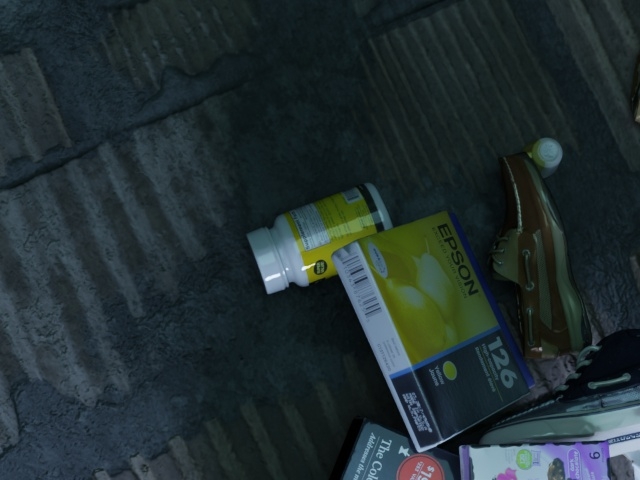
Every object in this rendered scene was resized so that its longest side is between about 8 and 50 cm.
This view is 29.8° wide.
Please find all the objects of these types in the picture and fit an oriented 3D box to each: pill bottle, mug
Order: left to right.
[{"bbox_3d":[0.000,0.000,1.826,0.209,0.119,0.119,-21,83,-5],"label":"pill bottle"},{"bbox_3d":[0.345,-0.128,1.891,0.078,0.064,0.062,-40,86,-7],"label":"mug"}]

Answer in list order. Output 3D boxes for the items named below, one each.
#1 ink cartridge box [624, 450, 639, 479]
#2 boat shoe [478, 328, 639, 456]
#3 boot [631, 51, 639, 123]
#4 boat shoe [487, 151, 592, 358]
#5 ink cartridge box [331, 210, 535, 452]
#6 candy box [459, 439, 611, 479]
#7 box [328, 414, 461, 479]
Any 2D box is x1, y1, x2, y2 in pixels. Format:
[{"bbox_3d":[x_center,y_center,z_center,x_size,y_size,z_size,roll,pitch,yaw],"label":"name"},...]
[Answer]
[{"bbox_3d":[0.620,0.286,1.790,0.309,0.130,0.272,-43,58,-8],"label":"ink cartridge box"},{"bbox_3d":[0.391,0.230,1.764,0.341,0.127,0.158,-10,53,3],"label":"boat shoe"},{"bbox_3d":[0.626,-0.177,1.906,0.270,0.089,0.236,11,71,-1],"label":"boot"},{"bbox_3d":[0.316,0.029,1.830,0.120,0.122,0.324,-16,90,4],"label":"boat shoe"},{"bbox_3d":[0.189,0.113,1.755,0.307,0.072,0.303,-19,82,-44],"label":"ink cartridge box"},{"bbox_3d":[0.293,0.357,1.636,0.196,0.070,0.164,-1,80,-5],"label":"candy box"},{"bbox_3d":[0.136,0.468,1.735,0.313,0.179,0.343,22,81,-1],"label":"box"}]
